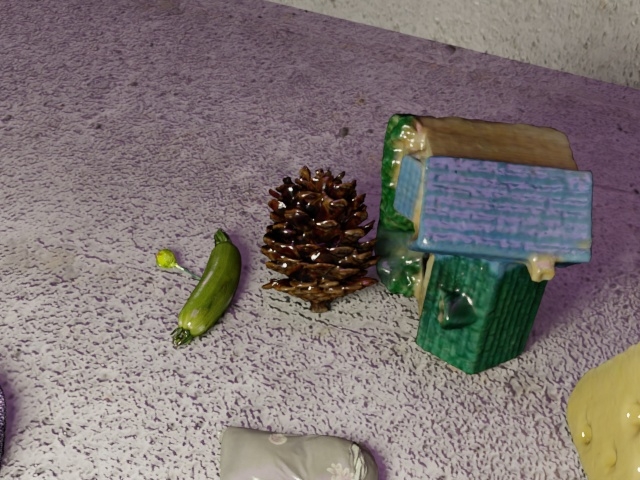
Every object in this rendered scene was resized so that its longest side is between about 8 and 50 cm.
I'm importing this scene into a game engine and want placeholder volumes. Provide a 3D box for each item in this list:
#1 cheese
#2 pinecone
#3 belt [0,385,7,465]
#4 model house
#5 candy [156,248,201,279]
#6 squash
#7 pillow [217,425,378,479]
[{"bbox_3d":[0.506,0.334,1.625,0.104,0.383,0.384,9,35,-12],"label":"cheese"},{"bbox_3d":[0.000,0.000,1.981,0.224,0.272,0.224,4,3,0],"label":"pinecone"},{"bbox_3d":[-0.594,0.282,1.569,0.260,0.122,0.324,8,34,-9],"label":"belt"},{"bbox_3d":[0.267,0.014,1.904,0.335,0.382,0.342,5,33,-4],"label":"model house"},{"bbox_3d":[-0.259,0.054,2.041,0.123,0.035,0.035,28,21,13],"label":"candy"},{"bbox_3d":[-0.194,0.084,1.972,0.080,0.071,0.318,25,38,-5],"label":"squash"},{"bbox_3d":[-0.036,0.348,1.650,0.255,0.059,0.169,7,38,-4],"label":"pillow"}]
